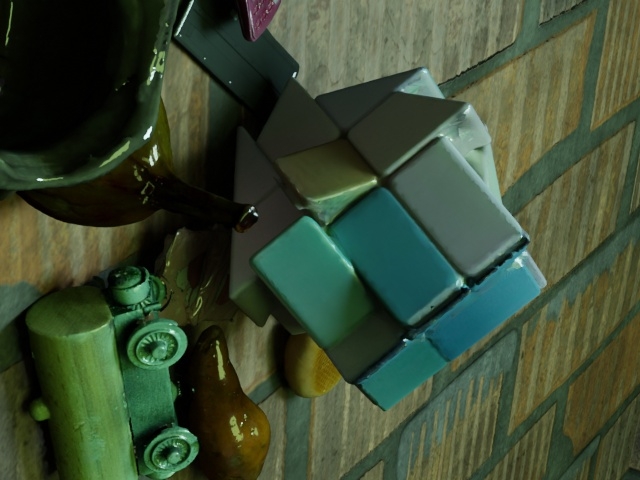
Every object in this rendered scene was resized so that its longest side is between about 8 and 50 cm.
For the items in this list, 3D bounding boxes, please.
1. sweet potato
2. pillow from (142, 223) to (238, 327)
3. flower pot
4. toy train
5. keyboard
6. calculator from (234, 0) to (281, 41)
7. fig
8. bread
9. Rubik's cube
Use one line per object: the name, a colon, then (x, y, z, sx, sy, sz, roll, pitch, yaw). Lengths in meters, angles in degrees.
sweet potato: (-0.122, 0.260, 1.856, 0.112, 0.112, 0.359, -52, 151, -29)
pillow: (-0.149, 0.043, 1.729, 0.248, 0.049, 0.135, -1, 110, -64)
flower pot: (-0.281, -0.163, 1.149, 0.302, 0.213, 0.302, -21, 119, -44)
toy train: (-0.241, 0.163, 1.583, 0.189, 0.126, 0.307, -9, 127, -8)
keyboard: (-0.115, -0.242, 1.623, 0.103, 0.041, 0.381, -66, 158, -9)
calculator: (-0.081, -0.334, 1.577, 0.126, 0.034, 0.190, -67, 156, -54)
fig: (-0.204, -0.082, 1.329, 0.190, 0.290, 0.190, -17, 124, -26)
bread: (-0.006, 0.160, 2.021, 0.114, 0.077, 0.189, -26, 145, -21)
Rubik's cube: (0.077, -0.012, 1.712, 0.387, 0.368, 0.358, -38, 141, 0)
